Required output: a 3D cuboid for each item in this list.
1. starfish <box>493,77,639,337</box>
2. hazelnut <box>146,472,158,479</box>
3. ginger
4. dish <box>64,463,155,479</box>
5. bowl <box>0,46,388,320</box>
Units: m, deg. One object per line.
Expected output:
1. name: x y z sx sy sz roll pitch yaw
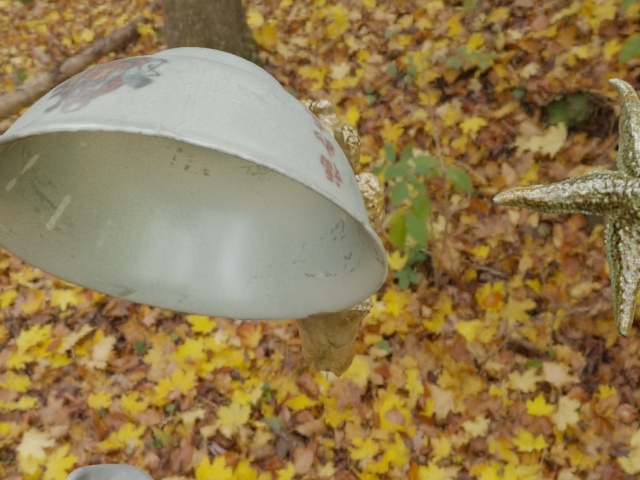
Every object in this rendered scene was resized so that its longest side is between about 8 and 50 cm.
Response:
1. starfish: 0.251 -0.034 0.585 0.217 0.050 0.223 -7 68 15
2. hazelnut: -0.413 0.603 1.538 0.230 0.229 0.229 0 35 0
3. ginger: 0.021 -0.007 1.015 0.236 0.375 0.166 -23 6 30
4. dish: -0.099 0.251 0.480 0.064 0.234 0.154 -21 25 33
5. bowl: -0.133 -0.075 0.783 0.435 0.434 0.195 5 66 7
